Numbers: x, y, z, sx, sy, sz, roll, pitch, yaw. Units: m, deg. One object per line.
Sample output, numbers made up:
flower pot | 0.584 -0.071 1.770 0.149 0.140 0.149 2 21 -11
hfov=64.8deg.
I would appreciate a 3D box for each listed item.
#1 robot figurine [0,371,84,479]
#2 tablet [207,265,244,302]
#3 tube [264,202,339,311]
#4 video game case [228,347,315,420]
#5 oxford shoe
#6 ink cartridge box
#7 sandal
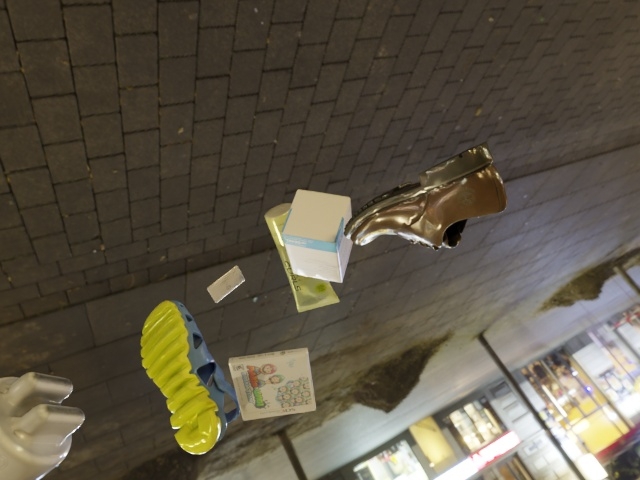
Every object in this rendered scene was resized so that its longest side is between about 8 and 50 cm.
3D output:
robot figurine | -0.622 0.397 0.938 0.353 0.300 0.200 -40 148 -1
tablet | -0.208 0.097 1.114 0.083 0.006 0.054 -39 138 -20
tube | -0.040 0.041 1.021 0.062 0.070 0.240 -38 121 -32
video game case | -0.087 0.271 0.942 0.143 0.019 0.157 -7 122 -2
oxford shoe | 0.112 -0.024 0.591 0.083 0.096 0.227 -30 -176 -39
ink cartridge box | 0.000 0.000 0.835 0.090 0.092 0.143 10 148 13
sandal | -0.258 0.265 1.017 0.126 0.317 0.138 -35 156 19
